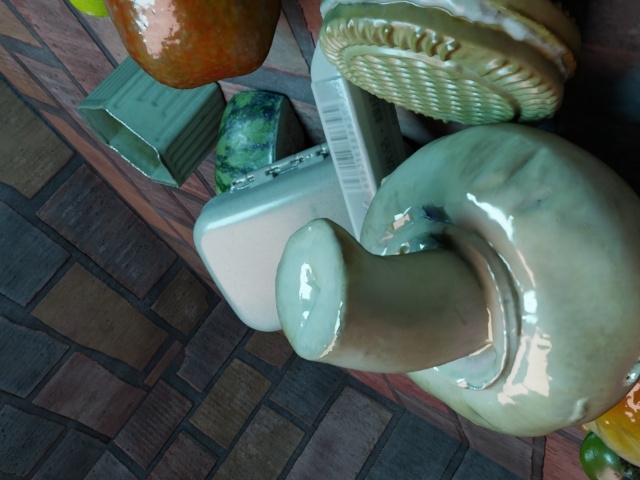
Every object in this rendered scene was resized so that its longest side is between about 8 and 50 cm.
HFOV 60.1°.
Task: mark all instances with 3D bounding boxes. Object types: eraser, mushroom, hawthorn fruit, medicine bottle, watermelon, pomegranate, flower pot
[{"bbox_3d":[0.063,-0.098,0.696,0.061,0.089,0.352,1,118,42],"label":"eraser"},{"bbox_3d":[0.148,0.024,0.562,0.355,0.315,0.315,29,163,-8],"label":"mushroom"},{"bbox_3d":[-0.152,-0.302,0.603,0.210,0.211,0.262,29,163,22],"label":"hawthorn fruit"},{"bbox_3d":[0.000,0.000,0.875,0.374,0.123,0.283,-19,117,17],"label":"medicine bottle"},{"bbox_3d":[-0.086,-0.146,1.033,0.212,0.201,0.262,20,115,41],"label":"watermelon"},{"bbox_3d":[0.617,0.437,1.168,0.205,0.159,0.159,54,176,38],"label":"pomegranate"},{"bbox_3d":[-0.316,-0.243,1.081,0.239,0.190,0.209,38,161,-9],"label":"flower pot"}]

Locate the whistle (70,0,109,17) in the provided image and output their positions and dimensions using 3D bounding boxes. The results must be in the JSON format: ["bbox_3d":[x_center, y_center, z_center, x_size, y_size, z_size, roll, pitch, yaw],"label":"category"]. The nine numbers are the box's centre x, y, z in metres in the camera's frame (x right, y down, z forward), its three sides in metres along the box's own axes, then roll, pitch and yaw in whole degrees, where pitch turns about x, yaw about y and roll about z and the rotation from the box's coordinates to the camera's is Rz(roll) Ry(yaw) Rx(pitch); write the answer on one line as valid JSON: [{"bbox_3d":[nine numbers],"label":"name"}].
[{"bbox_3d":[-0.300,-0.384,0.847,0.222,0.123,0.123,22,163,-8],"label":"whistle"}]

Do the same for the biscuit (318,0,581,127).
[{"bbox_3d":[0.114,-0.176,0.521,0.258,0.079,0.259,18,-177,-1],"label":"biscuit"}]

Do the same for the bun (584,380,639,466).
[{"bbox_3d":[0.364,0.134,0.636,0.299,0.164,0.299,42,139,53],"label":"bun"}]
